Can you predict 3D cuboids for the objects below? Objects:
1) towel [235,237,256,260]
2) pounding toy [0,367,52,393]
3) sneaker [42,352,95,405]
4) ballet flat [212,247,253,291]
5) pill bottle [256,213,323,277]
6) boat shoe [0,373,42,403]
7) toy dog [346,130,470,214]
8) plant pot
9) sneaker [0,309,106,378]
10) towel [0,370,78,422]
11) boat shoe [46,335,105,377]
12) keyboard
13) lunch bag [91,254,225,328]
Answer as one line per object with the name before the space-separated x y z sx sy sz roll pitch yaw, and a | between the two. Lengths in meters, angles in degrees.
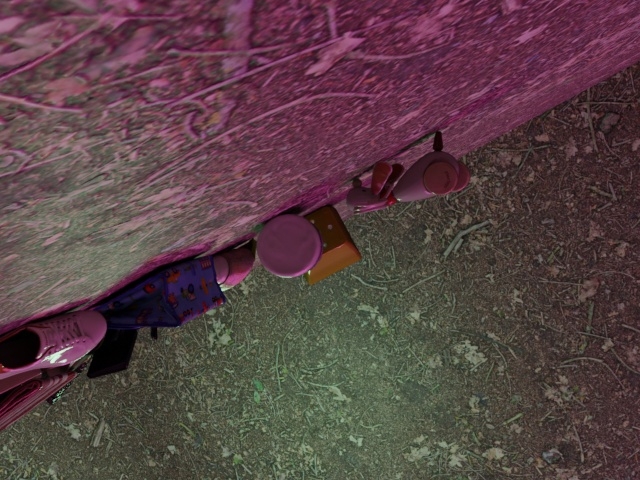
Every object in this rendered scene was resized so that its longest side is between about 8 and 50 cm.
towel | -0.294 0.078 1.778 0.237 0.021 0.102 -28 -146 19
pounding toy | -0.716 0.292 1.366 0.181 0.094 0.206 -27 180 -35
sneaker | -0.816 0.372 1.870 0.134 0.146 0.343 -50 -172 11
ballet flat | -0.338 0.111 1.700 0.316 0.107 0.106 -29 164 19
pill bottle | -0.077 0.015 1.655 0.169 0.169 0.301 -27 178 2
boat shoe | -0.846 0.367 1.537 0.116 0.123 0.324 3 178 4
toy dog | 0.220 -0.179 1.532 0.334 0.161 0.220 -13 -178 4
plant pot | 0.000 0.000 1.991 0.212 0.212 0.187 -27 166 -2
sneaker | -0.556 0.213 1.220 0.123 0.106 0.290 -26 178 38
towel | -0.743 0.404 1.450 0.237 0.037 0.329 -36 178 -12
boat shoe | -0.695 0.302 1.645 0.097 0.116 0.324 -21 168 -45
keyboard | -0.537 0.265 1.674 0.201 0.033 0.317 -20 -153 4
lunch bag | -0.430 0.150 1.483 0.293 0.138 0.221 -15 -176 22
